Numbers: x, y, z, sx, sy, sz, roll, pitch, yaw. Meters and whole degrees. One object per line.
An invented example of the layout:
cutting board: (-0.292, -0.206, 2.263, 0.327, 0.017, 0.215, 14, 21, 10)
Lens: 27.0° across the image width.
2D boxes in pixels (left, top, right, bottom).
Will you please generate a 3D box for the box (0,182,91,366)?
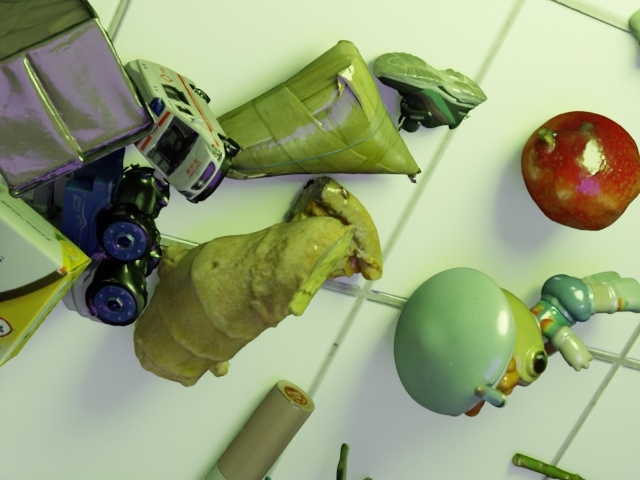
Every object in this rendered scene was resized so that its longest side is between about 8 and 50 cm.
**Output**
box: (-0.429, 0.007, 1.584, 0.265, 0.097, 0.168, 41, 103, -2)

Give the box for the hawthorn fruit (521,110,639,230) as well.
hawthorn fruit: (0.354, -0.105, 1.845, 0.188, 0.169, 0.169, 37, 103, -30)

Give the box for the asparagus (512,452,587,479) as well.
asparagus: (0.417, 0.404, 2.261, 0.248, 0.024, 0.025, 25, 152, -31)

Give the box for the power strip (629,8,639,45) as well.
power strip: (0.555, -0.329, 1.842, 0.270, 0.046, 0.118, -34, 123, 4)

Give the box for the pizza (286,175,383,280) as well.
pizza: (0.000, 0.000, 1.835, 0.161, 0.062, 0.182, -17, 126, -3)

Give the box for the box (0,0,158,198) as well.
box: (-0.316, -0.184, 1.490, 0.188, 0.252, 0.153, -27, 120, -4)

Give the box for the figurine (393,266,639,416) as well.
figurine: (0.284, 0.112, 1.966, 0.381, 0.224, 0.205, -23, 110, -32)

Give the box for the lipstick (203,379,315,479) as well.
lipstick: (-0.107, 0.326, 1.989, 0.070, 0.070, 0.254, 26, 108, -31)

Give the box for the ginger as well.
ginger: (-0.104, 0.066, 1.772, 0.354, 0.126, 0.190, -25, 88, 16)

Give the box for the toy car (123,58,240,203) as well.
toy car: (-0.179, -0.134, 1.592, 0.108, 0.210, 0.089, 29, 109, -38)

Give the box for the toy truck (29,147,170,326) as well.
toy truck: (-0.289, -0.008, 1.682, 0.176, 0.161, 0.213, 10, 118, -3)

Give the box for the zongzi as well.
zongzi: (-0.004, -0.114, 1.746, 0.228, 0.115, 0.256, -29, 138, 7)

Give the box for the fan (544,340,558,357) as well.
fan: (0.351, 0.133, 2.079, 0.085, 0.005, 0.133, -14, 125, -11)

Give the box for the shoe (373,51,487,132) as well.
shoe: (0.133, -0.185, 1.767, 0.169, 0.071, 0.099, 14, 121, -28)

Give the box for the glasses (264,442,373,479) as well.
glasses: (-0.013, 0.405, 2.068, 0.207, 0.102, 0.239, -47, 149, -29)
